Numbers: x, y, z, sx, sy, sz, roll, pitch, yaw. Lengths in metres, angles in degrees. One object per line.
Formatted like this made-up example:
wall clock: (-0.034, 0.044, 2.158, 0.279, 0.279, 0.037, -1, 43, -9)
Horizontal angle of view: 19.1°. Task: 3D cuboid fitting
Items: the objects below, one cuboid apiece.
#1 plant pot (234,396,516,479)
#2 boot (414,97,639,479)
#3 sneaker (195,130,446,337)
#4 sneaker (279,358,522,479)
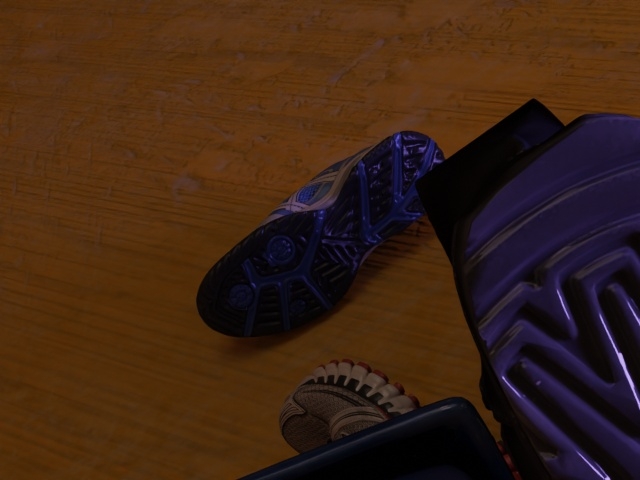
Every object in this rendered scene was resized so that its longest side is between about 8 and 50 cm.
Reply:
plant pot: (0.017, 0.222, 0.865, 0.236, 0.236, 0.212, -23, 23, 12)
boot: (0.156, 0.111, 0.887, 0.146, 0.367, 0.445, -19, 3, 0)
sneaker: (0.000, 0.000, 1.391, 0.211, 0.080, 0.081, -35, 8, -10)
sneaker: (0.036, 0.139, 1.112, 0.092, 0.088, 0.225, -41, 31, -17)
